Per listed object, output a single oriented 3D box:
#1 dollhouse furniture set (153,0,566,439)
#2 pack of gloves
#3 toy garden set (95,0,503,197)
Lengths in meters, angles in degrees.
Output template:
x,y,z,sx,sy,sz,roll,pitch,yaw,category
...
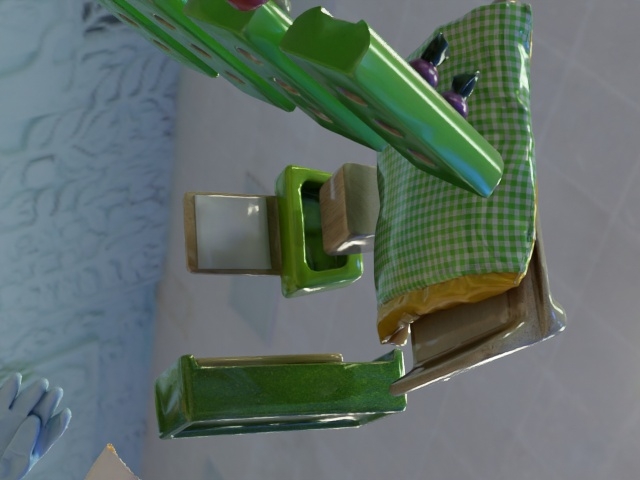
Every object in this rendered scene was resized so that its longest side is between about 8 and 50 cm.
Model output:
x,y,z,sx,sy,sz,roll,pitch,yaw,category
0.000,0.000,0.664,0.301,0.151,0.198,138,-50,-64,dollhouse furniture set
-0.272,0.246,1.083,0.195,0.046,0.232,47,-64,7,pack of gloves
-0.051,-0.119,0.473,0.244,0.203,0.049,29,-94,43,toy garden set
